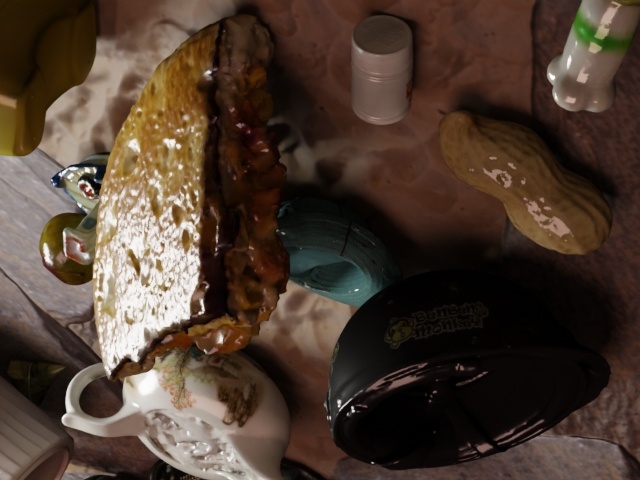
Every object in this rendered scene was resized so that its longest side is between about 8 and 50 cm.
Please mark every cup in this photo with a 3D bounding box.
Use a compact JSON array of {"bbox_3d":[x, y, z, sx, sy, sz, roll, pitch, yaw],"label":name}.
[{"bbox_3d":[-0.470,0.255,2.293,0.273,0.208,0.288,37,156,12],"label":"cup"}]

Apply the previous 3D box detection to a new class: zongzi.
[{"bbox_3d":[-0.347,0.180,2.312,0.083,0.040,0.076,-5,141,13],"label":"zongzi"}]

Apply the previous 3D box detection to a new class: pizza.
[{"bbox_3d":[-0.121,-0.022,1.751,0.278,0.114,0.408,39,122,45],"label":"pizza"}]

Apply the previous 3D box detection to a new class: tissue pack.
[{"bbox_3d":[-0.304,-0.174,1.757,0.127,0.178,0.123,20,139,9],"label":"tissue pack"}]

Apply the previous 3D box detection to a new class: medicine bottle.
[{"bbox_3d":[0.056,-0.153,1.653,0.057,0.057,0.089,16,141,16],"label":"medicine bottle"}]

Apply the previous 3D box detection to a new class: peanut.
[{"bbox_3d":[0.185,-0.055,1.668,0.187,0.082,0.082,39,141,-12],"label":"peanut"}]

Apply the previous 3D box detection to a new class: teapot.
[{"bbox_3d":[-0.148,0.205,2.124,0.298,0.139,0.204,16,143,16],"label":"teapot"}]

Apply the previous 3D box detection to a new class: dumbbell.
[{"bbox_3d":[-0.224,0.333,2.355,0.254,0.110,0.110,-26,117,39],"label":"dumbbell"}]

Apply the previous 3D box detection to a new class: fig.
[{"bbox_3d":[-0.264,0.004,2.032,0.098,0.082,0.084,-26,102,9],"label":"fig"}]

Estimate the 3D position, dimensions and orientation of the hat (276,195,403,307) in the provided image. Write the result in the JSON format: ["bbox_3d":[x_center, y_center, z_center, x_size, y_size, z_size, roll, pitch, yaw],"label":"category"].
[{"bbox_3d":[0.000,0.000,1.853,0.191,0.078,0.138,27,155,-29],"label":"hat"}]

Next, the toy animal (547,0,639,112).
[{"bbox_3d":[0.262,-0.253,1.318,0.180,0.181,0.363,20,141,28],"label":"toy animal"}]

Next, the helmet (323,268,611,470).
[{"bbox_3d":[0.133,0.112,1.813,0.279,0.160,0.230,-18,147,3],"label":"helmet"}]

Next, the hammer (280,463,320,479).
[{"bbox_3d":[-0.056,0.350,2.310,0.159,0.041,0.226,35,142,-4],"label":"hammer"}]

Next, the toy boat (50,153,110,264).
[{"bbox_3d":[-0.178,-0.007,1.919,0.262,0.115,0.114,19,142,13],"label":"toy boat"}]
